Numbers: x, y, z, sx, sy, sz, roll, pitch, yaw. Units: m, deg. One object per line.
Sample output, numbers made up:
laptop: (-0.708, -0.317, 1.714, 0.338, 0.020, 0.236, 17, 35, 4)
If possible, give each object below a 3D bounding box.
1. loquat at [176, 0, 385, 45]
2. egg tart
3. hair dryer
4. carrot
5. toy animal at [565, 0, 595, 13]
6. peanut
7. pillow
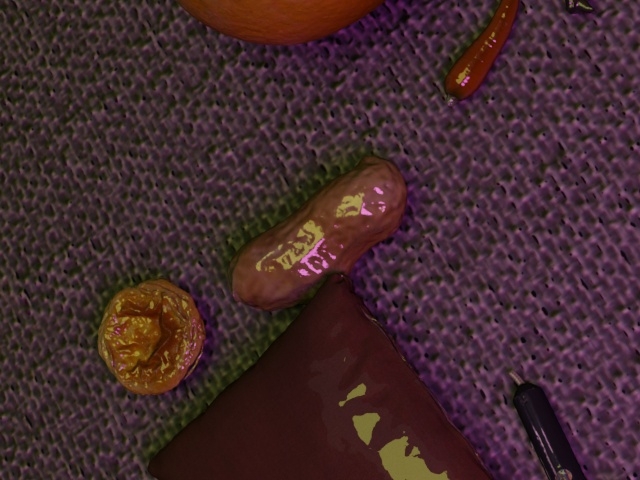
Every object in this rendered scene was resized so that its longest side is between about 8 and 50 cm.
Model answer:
loquat: (-0.051, -0.359, 1.392, 0.328, 0.359, 0.328, -5, 82, 36)
egg tart: (-0.175, 0.100, 1.553, 0.130, 0.052, 0.130, -3, 84, 26)
hair dryer: (0.216, 0.221, 1.356, 0.124, 0.071, 0.219, -30, 66, 19)
carrot: (0.163, -0.192, 1.445, 0.035, 0.035, 0.142, 33, 91, 24)
toy animal: (0.229, -0.272, 1.416, 0.065, 0.047, 0.135, -35, 65, 8)
peanut: (0.000, 0.000, 1.467, 0.214, 0.099, 0.099, -42, 69, 9)
pillow: (0.008, 0.242, 1.417, 0.305, 0.108, 0.308, -47, 66, 19)
